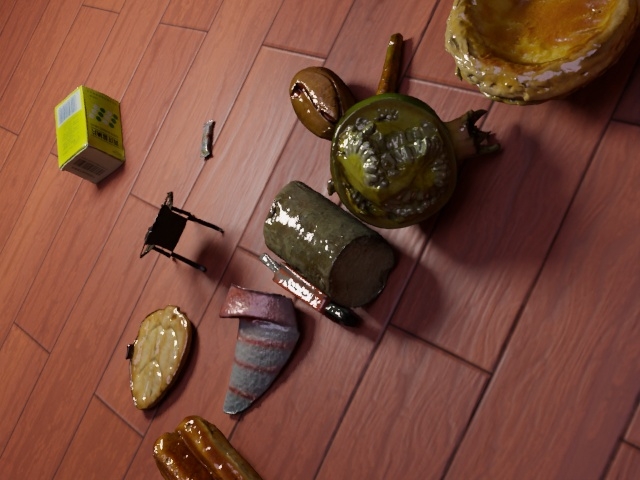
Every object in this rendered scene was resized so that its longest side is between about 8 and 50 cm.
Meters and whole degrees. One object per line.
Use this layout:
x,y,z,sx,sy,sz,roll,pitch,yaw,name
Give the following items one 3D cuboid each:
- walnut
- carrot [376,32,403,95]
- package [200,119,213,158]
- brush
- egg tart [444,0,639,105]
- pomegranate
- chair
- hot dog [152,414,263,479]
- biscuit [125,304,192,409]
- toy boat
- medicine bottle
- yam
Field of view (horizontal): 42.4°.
0.011,-0.302,1.844,0.137,0.137,0.245,-44,59,16,walnut
0.155,-0.378,1.815,0.042,0.042,0.171,-3,67,39,carrot
-0.298,-0.264,2.155,0.037,0.015,0.110,-19,58,39,package
-0.037,0.104,1.746,0.323,0.070,0.051,34,93,46,brush
0.418,-0.406,1.523,0.387,0.169,0.388,-15,62,30,egg tart
0.172,-0.163,1.586,0.340,0.260,0.261,-15,57,-1,pomegranate
-0.361,-0.022,1.974,0.149,0.213,0.174,22,85,37,chair
-0.208,0.506,1.678,0.158,0.117,0.349,-39,53,-16,hot dog
-0.390,0.280,1.983,0.203,0.041,0.260,7,77,38,biscuit
-0.146,0.245,1.774,0.206,0.096,0.282,12,88,27,toy boat
-0.675,-0.310,2.405,0.141,0.137,0.250,-31,55,25,medicine bottle
0.000,0.000,1.699,0.304,0.168,0.168,36,96,41,yam
